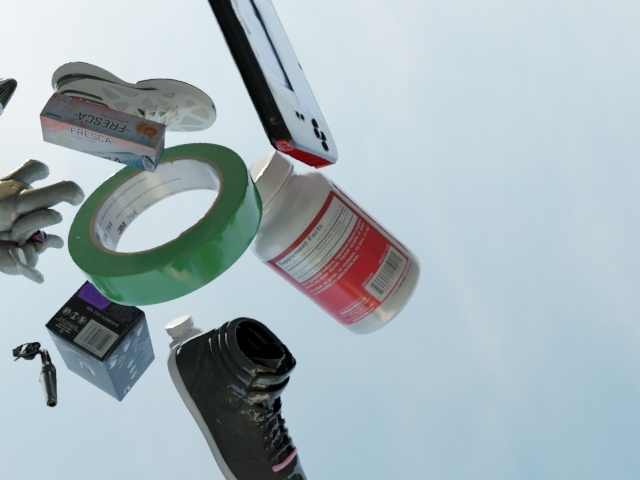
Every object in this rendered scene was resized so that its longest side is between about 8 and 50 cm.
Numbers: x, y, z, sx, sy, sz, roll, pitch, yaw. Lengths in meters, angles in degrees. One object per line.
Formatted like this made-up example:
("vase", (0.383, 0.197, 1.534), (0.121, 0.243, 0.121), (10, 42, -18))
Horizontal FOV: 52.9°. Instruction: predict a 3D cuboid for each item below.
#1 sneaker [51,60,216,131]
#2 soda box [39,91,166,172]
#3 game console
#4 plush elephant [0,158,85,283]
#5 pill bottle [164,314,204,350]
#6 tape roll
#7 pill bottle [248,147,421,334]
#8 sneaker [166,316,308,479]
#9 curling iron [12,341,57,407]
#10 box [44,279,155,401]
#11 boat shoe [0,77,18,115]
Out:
("sneaker", (-0.474, -0.309, 1.712), (0.448, 0.169, 0.257), (5, -133, -32))
("soda box", (-0.341, -0.170, 1.014), (0.183, 0.063, 0.058), (16, -127, -5))
("game console", (-0.087, -0.300, 1.005), (0.060, 0.342, 0.386), (-25, -94, 9))
("plush elephant", (-0.787, -0.021, 1.701), (0.272, 0.255, 0.330), (21, -138, 32))
("pill bottle", (-0.297, 0.257, 1.490), (0.087, 0.087, 0.160), (-27, -77, -17))
("tape roll", (-0.260, -0.038, 1.082), (0.322, 0.077, 0.321), (-12, -138, 11))
("pill bottle", (0.000, 0.000, 1.365), (0.408, 0.229, 0.229), (40, -123, -18))
("sneaker", (-0.074, 0.231, 0.848), (0.295, 0.147, 0.105), (54, -149, 6))
("curling iron", (-0.532, 0.255, 1.219), (0.068, 0.035, 0.274), (-6, -162, -32))
("box", (-0.497, 0.236, 1.480), (0.165, 0.270, 0.143), (29, -121, 10))
("boat shoe", (-0.905, -0.370, 1.746), (0.076, 0.083, 0.226), (-9, -129, 30))
